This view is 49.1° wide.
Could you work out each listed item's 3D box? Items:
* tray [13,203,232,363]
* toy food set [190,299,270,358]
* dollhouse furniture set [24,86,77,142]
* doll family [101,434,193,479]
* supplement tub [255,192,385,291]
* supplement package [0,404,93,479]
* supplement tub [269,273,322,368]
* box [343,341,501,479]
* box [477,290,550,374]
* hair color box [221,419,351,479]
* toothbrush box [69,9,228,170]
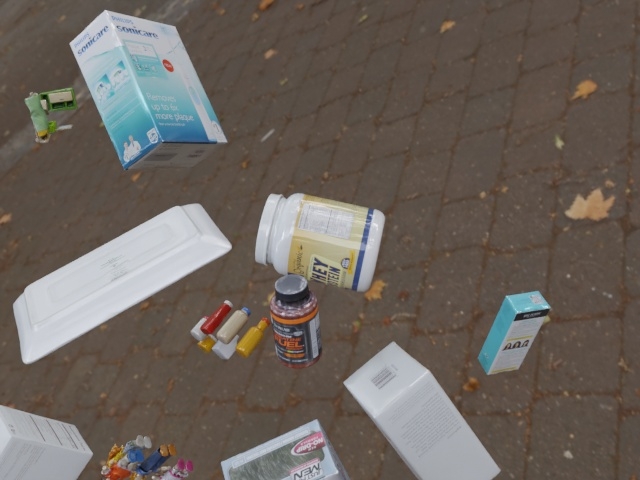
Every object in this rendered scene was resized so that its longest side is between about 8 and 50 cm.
[{"bbox_3d":[-0.252,0.036,0.860,0.270,0.030,0.145,-30,37,-12],"label":"tray"},{"bbox_3d":[-0.230,0.218,1.736,0.104,0.111,0.232,-50,20,-28],"label":"toy food set"},{"bbox_3d":[-0.445,-0.217,1.172,0.058,0.076,0.152,-10,23,-10],"label":"dollhouse furniture set"},{"bbox_3d":[-0.483,0.604,1.896,0.163,0.263,0.118,-42,44,21],"label":"doll family"},{"bbox_3d":[0.000,0.000,1.883,0.316,0.228,0.228,12,51,4],"label":"supplement tub"},{"bbox_3d":[-0.535,0.391,1.289,0.105,0.179,0.105,31,86,44],"label":"supplement package"},{"bbox_3d":[-0.054,0.172,1.504,0.105,0.198,0.106,-4,32,3],"label":"supplement tub"},{"bbox_3d":[0.243,0.450,1.700,0.168,0.345,0.215,-38,19,-7],"label":"box"},{"bbox_3d":[0.489,0.239,1.785,0.100,0.244,0.060,-6,44,-19],"label":"box"},{"bbox_3d":[-0.023,0.497,1.290,0.185,0.375,0.114,-24,45,-2],"label":"hair color box"},{"bbox_3d":[-0.353,-0.305,1.461,0.126,0.296,0.216,-30,-9,28],"label":"toothbrush box"}]
